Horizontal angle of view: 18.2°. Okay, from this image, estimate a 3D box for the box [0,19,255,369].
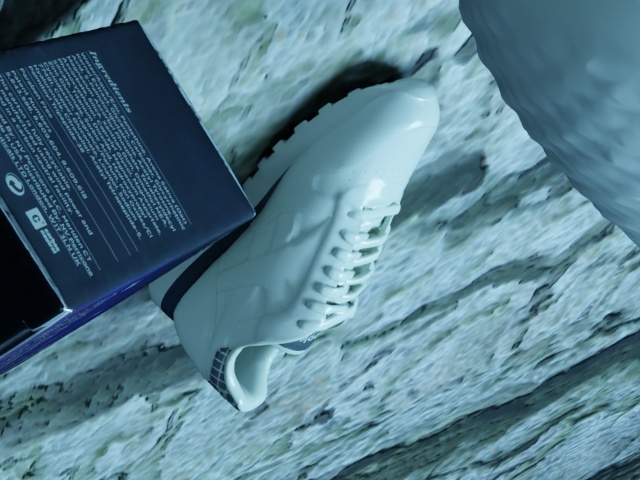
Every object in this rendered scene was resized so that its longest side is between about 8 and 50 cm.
[{"bbox_3d":[-0.143,-0.002,0.836,0.153,0.108,0.207,-32,180,23],"label":"box"}]

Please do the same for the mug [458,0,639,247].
[{"bbox_3d":[0.223,-0.171,0.848,0.374,0.276,0.328,-46,152,6],"label":"mug"}]

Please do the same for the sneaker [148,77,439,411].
[{"bbox_3d":[0.000,0.000,1.156,0.090,0.094,0.235,-3,145,-47],"label":"sneaker"}]

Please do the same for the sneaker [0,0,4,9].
[{"bbox_3d":[-0.208,-0.067,0.718,0.281,0.106,0.162,-34,162,7],"label":"sneaker"}]
